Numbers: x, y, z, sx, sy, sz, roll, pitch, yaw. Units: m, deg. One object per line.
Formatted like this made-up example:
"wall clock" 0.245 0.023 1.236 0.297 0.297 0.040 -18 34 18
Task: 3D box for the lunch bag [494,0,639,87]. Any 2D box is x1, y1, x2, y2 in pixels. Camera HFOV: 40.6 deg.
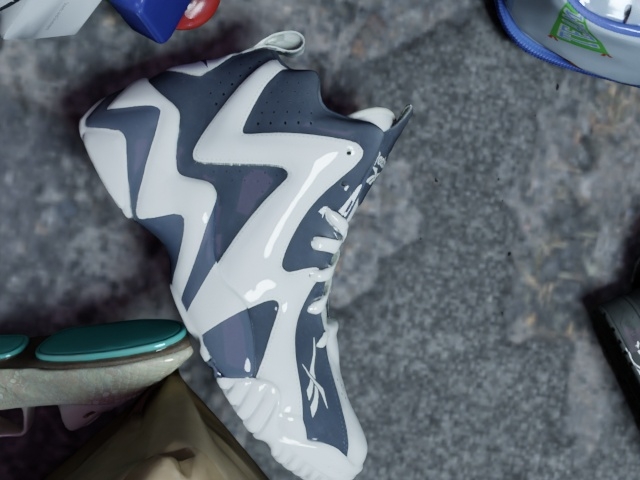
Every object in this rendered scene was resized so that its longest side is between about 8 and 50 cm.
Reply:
"lunch bag" 0.224 -0.232 0.470 0.243 0.115 0.303 12 90 -6

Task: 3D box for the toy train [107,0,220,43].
"toy train" -0.076 -0.239 0.426 0.143 0.105 0.248 28 88 2

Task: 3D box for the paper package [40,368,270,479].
"paper package" -0.091 0.288 0.415 0.309 0.168 0.325 -38 100 -6

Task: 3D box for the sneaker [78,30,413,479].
"sneaker" 0.000 0.000 0.449 0.153 0.094 0.235 -30 88 1

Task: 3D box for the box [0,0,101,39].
"box" -0.109 -0.192 0.317 0.038 0.145 0.186 -15 81 -41

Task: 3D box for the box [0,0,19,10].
"box" -0.293 -0.169 0.327 0.293 0.073 0.295 -22 85 11

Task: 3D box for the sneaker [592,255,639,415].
"sneaker" 0.226 0.072 0.518 0.089 0.051 0.170 -26 94 -3

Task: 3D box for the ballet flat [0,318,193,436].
"ballet flat" -0.140 0.072 0.441 0.168 0.057 0.052 -4 106 11
